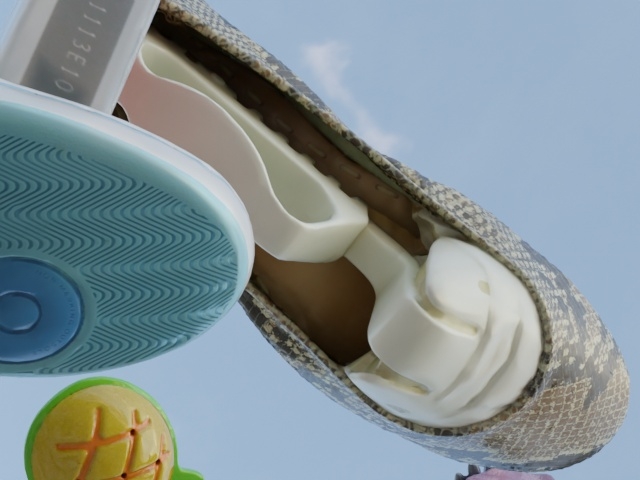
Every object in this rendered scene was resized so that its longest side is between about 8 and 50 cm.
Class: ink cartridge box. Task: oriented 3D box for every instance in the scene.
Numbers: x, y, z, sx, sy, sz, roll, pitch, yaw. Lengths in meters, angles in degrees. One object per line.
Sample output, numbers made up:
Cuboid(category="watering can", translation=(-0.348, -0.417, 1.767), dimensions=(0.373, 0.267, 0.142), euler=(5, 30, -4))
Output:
Cuboid(category="ink cartridge box", translation=(-0.134, -0.104, 0.800), dimensions=(0.060, 0.275, 0.239), euler=(26, -35, -13))

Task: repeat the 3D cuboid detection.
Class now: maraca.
Cuboid(category="maraca", translation=(-0.171, 0.193, 1.307), dimensions=(0.127, 0.099, 0.185), euler=(-42, -59, -11))

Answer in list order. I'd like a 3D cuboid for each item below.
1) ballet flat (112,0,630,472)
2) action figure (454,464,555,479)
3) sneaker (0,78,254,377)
Cuboid(category="ballet flat", translation=(0.000, 0.000, 0.984), dimensions=(0.483, 0.182, 0.164), euler=(40, -84, -3))
Cuboid(category="action figure", translation=(0.249, 0.334, 1.301), dimensions=(0.370, 0.248, 0.275), euler=(34, -65, 48))
Cuboid(category="sneaker", translation=(-0.185, -0.056, 0.642), dimensions=(0.319, 0.208, 0.127), euler=(9, -58, -9))
